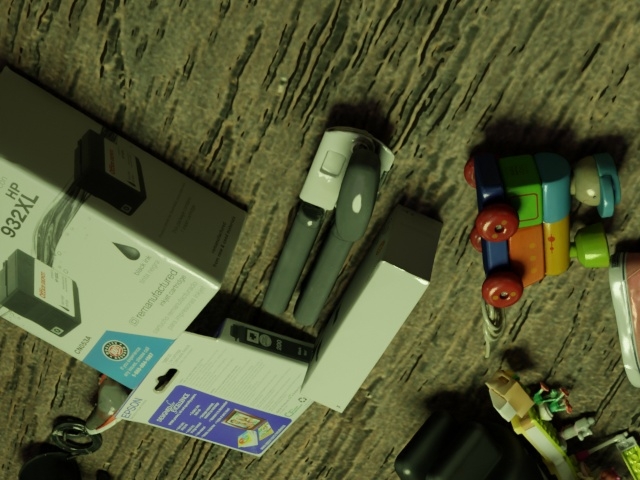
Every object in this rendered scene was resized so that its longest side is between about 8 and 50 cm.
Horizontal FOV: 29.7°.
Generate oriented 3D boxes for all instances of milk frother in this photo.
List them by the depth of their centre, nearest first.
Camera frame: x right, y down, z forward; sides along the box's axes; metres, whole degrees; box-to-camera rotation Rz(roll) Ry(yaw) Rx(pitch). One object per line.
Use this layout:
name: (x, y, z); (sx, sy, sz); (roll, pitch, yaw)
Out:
milk frother: (-0.343, 0.337, 1.633); (0.129, 0.135, 0.143); (-17, 134, -11)

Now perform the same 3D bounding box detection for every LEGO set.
LEGO set: (0.308, 0.246, 1.407); (0.107, 0.132, 0.287); (-30, 95, 15)

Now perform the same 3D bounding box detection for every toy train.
toy train: (0.230, 0.018, 1.235); (0.143, 0.105, 0.248); (-8, 129, 4)

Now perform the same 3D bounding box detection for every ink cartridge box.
ink cartridge box: (-0.272, -0.006, 1.315); (0.307, 0.129, 0.223); (31, 131, -13)
ink cartridge box: (-0.117, 0.175, 1.462); (0.208, 0.045, 0.206); (19, 135, -23)

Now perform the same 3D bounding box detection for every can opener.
can opener: (0.000, 0.000, 1.272); (0.076, 0.095, 0.283); (21, 132, -3)

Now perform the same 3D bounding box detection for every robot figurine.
robot figurine: (0.204, 0.329, 1.462); (0.173, 0.209, 0.278); (-28, 120, 14)

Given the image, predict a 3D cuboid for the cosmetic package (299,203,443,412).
cosmetic package: (0.052, 0.078, 1.326); (0.060, 0.099, 0.239); (23, 132, -7)

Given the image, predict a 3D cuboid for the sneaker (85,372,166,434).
sneaker: (-0.260, 0.191, 1.548); (0.158, 0.061, 0.065); (-40, 90, 33)

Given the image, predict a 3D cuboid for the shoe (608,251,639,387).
shoe: (0.359, 0.086, 1.274); (0.081, 0.063, 0.178); (-4, 125, 24)
